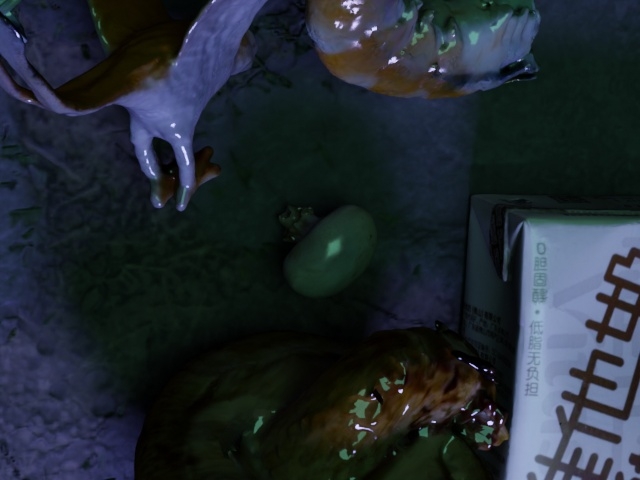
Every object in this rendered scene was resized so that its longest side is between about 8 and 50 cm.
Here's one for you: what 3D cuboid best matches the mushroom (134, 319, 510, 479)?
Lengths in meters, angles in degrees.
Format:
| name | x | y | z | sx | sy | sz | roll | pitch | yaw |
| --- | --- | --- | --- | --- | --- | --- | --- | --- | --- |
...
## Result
| name | x | y | z | sx | sy | sz | roll | pitch | yaw |
| --- | --- | --- | --- | --- | --- | --- | --- | --- | --- |
| mushroom | 0.013 | 0.178 | 1.512 | 0.283 | 0.263 | 0.195 | -30 | 142 | -2 |

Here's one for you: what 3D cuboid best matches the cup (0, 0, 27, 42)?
| name | x | y | z | sx | sy | sz | roll | pitch | yaw |
| --- | --- | --- | --- | --- | --- | --- | --- | --- | --- |
| cup | -0.253 | -0.185 | 1.401 | 0.095 | 0.129 | 0.128 | -37 | 113 | 1 |

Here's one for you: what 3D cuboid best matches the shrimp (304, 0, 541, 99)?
| name | x | y | z | sx | sy | sz | roll | pitch | yaw |
| --- | --- | --- | --- | --- | --- | --- | --- | --- | --- |
| shrimp | 0.072 | -0.196 | 1.475 | 0.185 | 0.068 | 0.287 | -26 | 142 | -8 |

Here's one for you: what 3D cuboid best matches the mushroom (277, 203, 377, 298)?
| name | x | y | z | sx | sy | sz | roll | pitch | yaw |
| --- | --- | --- | --- | --- | --- | --- | --- | --- | --- |
| mushroom | 0.000 | 0.000 | 1.561 | 0.085 | 0.085 | 0.079 | -41 | 70 | -6 |

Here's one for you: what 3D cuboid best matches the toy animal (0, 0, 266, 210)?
| name | x | y | z | sx | sy | sz | roll | pitch | yaw |
| --- | --- | --- | --- | --- | --- | --- | --- | --- | --- |
| toy animal | -0.119 | -0.120 | 1.387 | 0.284 | 0.225 | 0.302 | -52 | 149 | -36 |

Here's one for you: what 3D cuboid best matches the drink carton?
| name | x | y | z | sx | sy | sz | roll | pitch | yaw |
| --- | --- | --- | --- | --- | --- | --- | --- | --- | --- |
| drink carton | 0.219 | 0.131 | 1.624 | 0.194 | 0.132 | 0.325 | 0 | 100 | -19 |
